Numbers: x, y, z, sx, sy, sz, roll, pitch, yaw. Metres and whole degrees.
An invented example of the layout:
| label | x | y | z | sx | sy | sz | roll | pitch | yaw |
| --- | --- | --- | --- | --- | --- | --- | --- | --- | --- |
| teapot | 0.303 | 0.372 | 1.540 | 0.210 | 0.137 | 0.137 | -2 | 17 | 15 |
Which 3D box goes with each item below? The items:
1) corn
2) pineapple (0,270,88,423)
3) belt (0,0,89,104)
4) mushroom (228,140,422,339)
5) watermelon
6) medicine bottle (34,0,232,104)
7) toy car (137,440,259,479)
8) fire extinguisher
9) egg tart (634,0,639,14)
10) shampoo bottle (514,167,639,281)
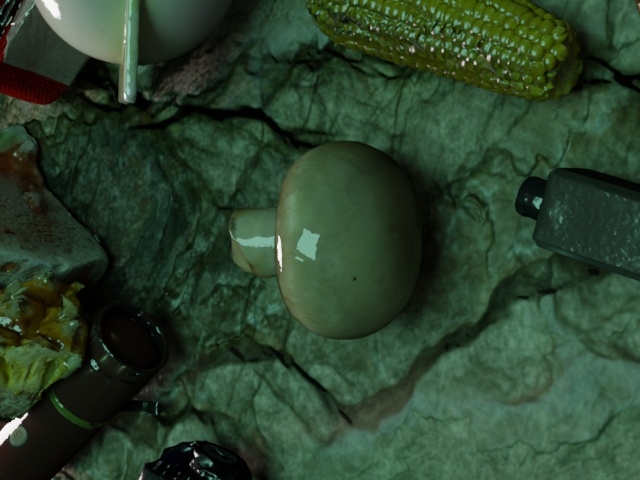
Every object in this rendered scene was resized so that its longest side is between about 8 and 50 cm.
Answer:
| label | x | y | z | sx | sy | sz | roll | pitch | yaw |
| --- | --- | --- | --- | --- | --- | --- | --- | --- | --- |
| corn | 0.113 | -0.217 | 1.639 | 0.318 | 0.115 | 0.115 | 21 | 104 | 33 |
| pineapple | -0.369 | 0.126 | 1.866 | 0.236 | 0.186 | 0.114 | -14 | 46 | 3 |
| belt | -0.318 | -0.252 | 1.939 | 0.201 | 0.124 | 0.128 | -54 | 41 | 23 |
| mushroom | 0.000 | 0.000 | 1.665 | 0.204 | 0.204 | 0.204 | 2 | 93 | 36 |
| watermelon | -0.357 | -0.001 | 1.936 | 0.214 | 0.289 | 0.320 | 0 | 79 | 9 |
| medicine bottle | -0.198 | -0.348 | 1.776 | 0.236 | 0.236 | 0.406 | 5 | 95 | 35 |
| toy car | -0.086 | 0.335 | 1.799 | 0.301 | 0.118 | 0.193 | 28 | 99 | 32 |
| fire extinguisher | -0.296 | 0.213 | 1.956 | 0.141 | 0.105 | 0.341 | 46 | 125 | 2 |
| egg tart | 0.361 | -0.230 | 1.422 | 0.215 | 0.171 | 0.215 | 7 | 107 | 23 |
| shampoo bottle | 0.293 | -0.008 | 1.534 | 0.246 | 0.080 | 0.079 | 20 | 102 | 33 |
